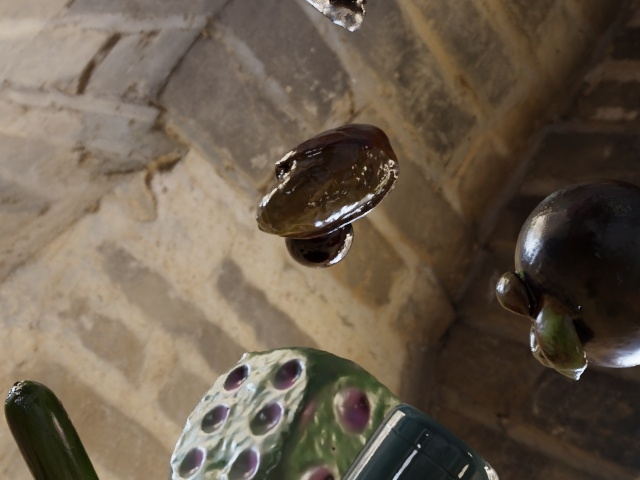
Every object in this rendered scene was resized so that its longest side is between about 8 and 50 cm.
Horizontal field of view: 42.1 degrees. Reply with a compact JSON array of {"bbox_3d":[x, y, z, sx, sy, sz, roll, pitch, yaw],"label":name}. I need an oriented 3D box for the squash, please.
[{"bbox_3d":[-0.353,0.347,1.169,0.331,0.087,0.087,69,163,-6],"label":"squash"}]

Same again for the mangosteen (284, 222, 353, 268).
[{"bbox_3d":[0.000,0.000,1.562,0.140,0.140,0.140,33,169,7],"label":"mangosteen"}]

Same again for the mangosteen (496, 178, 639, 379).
[{"bbox_3d":[0.396,0.055,1.193,0.288,0.288,0.288,33,169,7],"label":"mangosteen"}]

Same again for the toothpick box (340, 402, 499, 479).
[{"bbox_3d":[0.065,0.253,0.762,0.120,0.184,0.120,39,170,8],"label":"toothpick box"}]

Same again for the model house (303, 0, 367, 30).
[{"bbox_3d":[-0.048,-0.380,0.630,0.317,0.282,0.297,38,-168,18],"label":"model house"}]

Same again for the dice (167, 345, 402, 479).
[{"bbox_3d":[-0.041,0.385,1.386,0.318,0.322,0.330,-17,127,47],"label":"dice"}]

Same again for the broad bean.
[{"bbox_3d":[0.008,-0.080,1.107,0.156,0.229,0.122,-1,113,57],"label":"broad bean"}]
